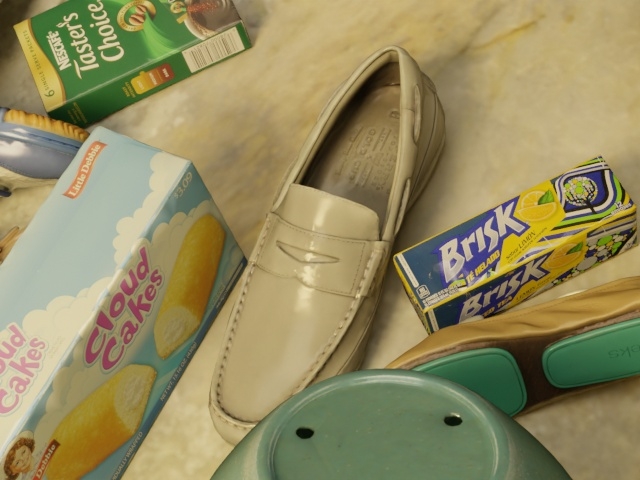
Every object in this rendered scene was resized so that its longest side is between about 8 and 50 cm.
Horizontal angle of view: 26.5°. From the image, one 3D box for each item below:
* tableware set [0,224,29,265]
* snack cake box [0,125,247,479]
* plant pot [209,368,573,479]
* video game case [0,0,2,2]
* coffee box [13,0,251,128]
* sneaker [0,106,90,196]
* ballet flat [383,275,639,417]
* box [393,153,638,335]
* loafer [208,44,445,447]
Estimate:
[{"bbox_3d":[-0.269,0.032,0.998,0.169,0.020,0.141,-19,27,31],"label":"tableware set"},{"bbox_3d":[-0.169,0.072,0.966,0.089,0.152,0.264,21,68,23],"label":"snack cake box"},{"bbox_3d":[0.039,0.188,0.762,0.290,0.195,0.290,-3,36,2],"label":"plant pot"},{"bbox_3d":[-0.418,-0.221,1.202,0.300,0.036,0.329,0,41,15],"label":"video game case"},{"bbox_3d":[-0.163,-0.176,1.172,0.184,0.040,0.113,-25,58,-1],"label":"coffee box"},{"bbox_3d":[-0.324,-0.038,1.113,0.297,0.112,0.131,-2,78,15],"label":"sneaker"},{"bbox_3d":[0.141,0.078,0.945,0.232,0.080,0.073,-13,31,4],"label":"ballet flat"},{"bbox_3d":[0.141,0.007,0.980,0.169,0.059,0.054,-27,58,-2],"label":"box"},{"bbox_3d":[0.000,0.000,0.988,0.112,0.111,0.319,13,65,21],"label":"loafer"}]
